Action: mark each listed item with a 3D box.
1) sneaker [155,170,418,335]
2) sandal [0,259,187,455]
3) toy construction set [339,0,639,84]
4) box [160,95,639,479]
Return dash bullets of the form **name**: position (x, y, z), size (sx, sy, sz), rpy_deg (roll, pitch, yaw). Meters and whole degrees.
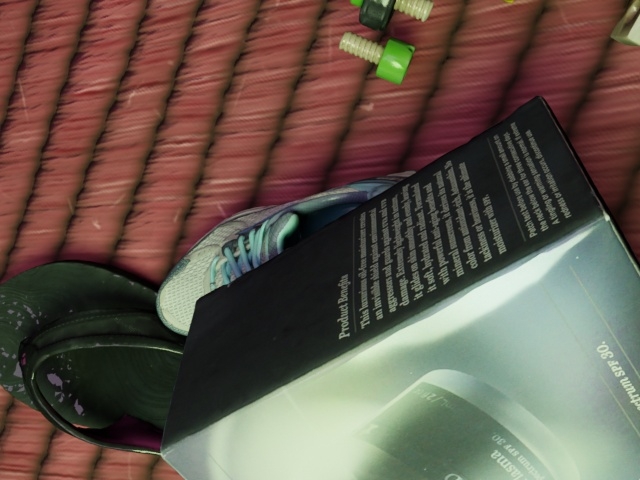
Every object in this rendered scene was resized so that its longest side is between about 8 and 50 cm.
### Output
- **sneaker**: position (-0.032, 0.008, 0.714), size (0.283, 0.122, 0.110), rpy_deg (-23, 82, 21)
- **sandal**: position (-0.159, 0.134, 0.810), size (0.445, 0.107, 0.168), rpy_deg (18, 98, 20)
- **toy construction set**: position (0.188, -0.267, 0.641), size (0.237, 0.257, 0.309), rpy_deg (24, 76, 2)
- **box**: position (0.104, 0.121, 0.594), size (0.294, 0.183, 0.296), rpy_deg (-31, 114, 18)
